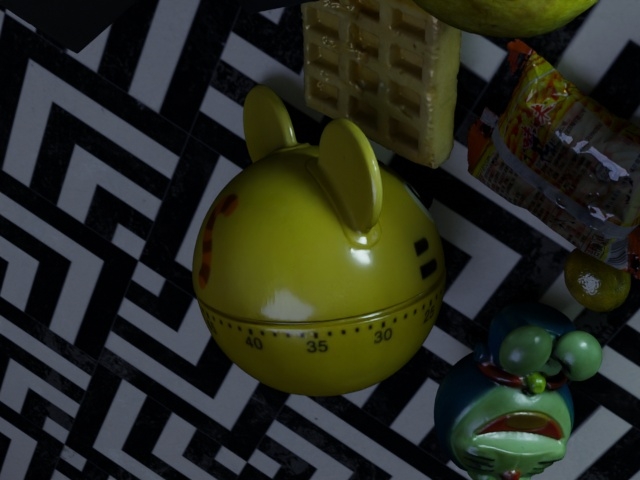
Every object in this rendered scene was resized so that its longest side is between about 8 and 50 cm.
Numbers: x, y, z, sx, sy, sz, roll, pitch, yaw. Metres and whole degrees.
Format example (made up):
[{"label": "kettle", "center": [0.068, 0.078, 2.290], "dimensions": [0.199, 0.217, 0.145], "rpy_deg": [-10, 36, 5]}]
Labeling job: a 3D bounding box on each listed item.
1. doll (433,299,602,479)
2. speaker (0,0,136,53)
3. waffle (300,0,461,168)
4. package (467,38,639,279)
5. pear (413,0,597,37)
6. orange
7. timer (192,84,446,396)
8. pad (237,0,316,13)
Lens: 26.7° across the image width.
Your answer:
[{"label": "doll", "center": [0.273, 0.216, 1.900], "dimensions": [0.198, 0.186, 0.322], "rpy_deg": [12, 123, -18]}, {"label": "speaker", "center": [-0.305, -0.407, 1.622], "dimensions": [0.232, 0.254, 0.184], "rpy_deg": [32, 143, -25]}, {"label": "waffle", "center": [0.071, -0.230, 1.677], "dimensions": [0.221, 0.055, 0.248], "rpy_deg": [29, 139, 31]}, {"label": "package", "center": [0.312, -0.092, 1.643], "dimensions": [0.288, 0.108, 0.223], "rpy_deg": [31, 137, 10]}, {"label": "pear", "center": [0.178, -0.360, 1.343], "dimensions": [0.303, 0.304, 0.304], "rpy_deg": [19, 136, 19]}, {"label": "orange", "center": [0.361, 0.048, 1.752], "dimensions": [0.085, 0.085, 0.095], "rpy_deg": [-21, 104, 44]}, {"label": "timer", "center": [0.000, 0.000, 1.786], "dimensions": [0.376, 0.376, 0.387], "rpy_deg": [7, 111, 29]}, {"label": "pad", "center": [-0.080, -0.339, 1.700], "dimensions": [0.116, 0.004, 0.193], "rpy_deg": [54, 158, -22]}]
